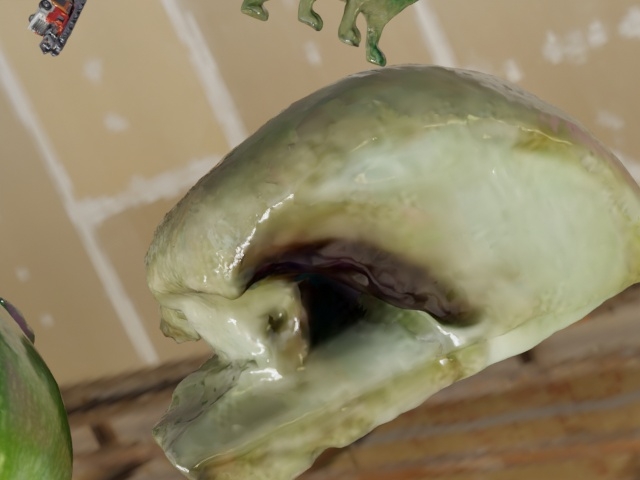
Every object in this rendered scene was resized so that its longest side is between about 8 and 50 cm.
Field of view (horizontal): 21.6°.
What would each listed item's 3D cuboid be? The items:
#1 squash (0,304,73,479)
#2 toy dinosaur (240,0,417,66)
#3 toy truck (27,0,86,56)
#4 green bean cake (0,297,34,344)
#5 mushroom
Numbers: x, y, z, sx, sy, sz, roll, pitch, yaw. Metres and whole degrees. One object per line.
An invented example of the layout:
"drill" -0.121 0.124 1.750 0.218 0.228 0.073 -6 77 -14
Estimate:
"squash" -0.192 0.004 0.560 0.101 0.101 0.379 -31 -140 -27
"toy dinosaur" -0.003 -0.111 0.648 0.029 0.120 0.060 94 19 -82
"toy truck" -0.180 -0.163 1.161 0.024 0.032 0.083 -38 -156 42
"green bean cake" -0.297 0.083 1.080 0.107 0.208 0.193 -22 -140 36
"mushroom" 0.001 -0.007 0.938 0.292 0.212 0.217 -38 -146 -3
